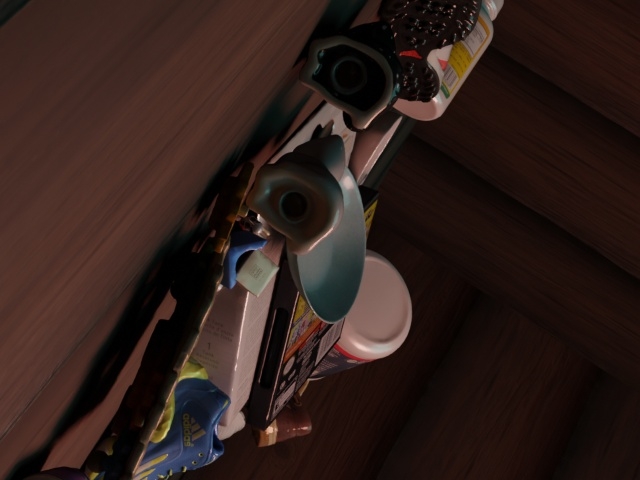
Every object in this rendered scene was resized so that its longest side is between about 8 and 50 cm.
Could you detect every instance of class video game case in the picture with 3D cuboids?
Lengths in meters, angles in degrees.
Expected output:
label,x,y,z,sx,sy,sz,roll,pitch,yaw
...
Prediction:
label,x,y,z,sx,sy,sz,roll,pitch,yaw
video game case,-0.008,0.083,1.574,0.275,0.035,0.248,-45,153,-59

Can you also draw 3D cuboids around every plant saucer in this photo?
label,x,y,z,sx,sy,sz,roll,pitch,yaw
plant saucer,0.000,0.000,1.391,0.195,0.037,0.195,3,87,-64

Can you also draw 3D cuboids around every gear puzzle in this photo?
label,x,y,z,sx,sy,sz,roll,pitch,yaw
gear puzzle,-0.137,0.077,1.093,0.175,0.044,0.339,-88,-157,-70

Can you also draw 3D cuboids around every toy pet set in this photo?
label,x,y,z,sx,sy,sz,roll,pitch,yaw
toy pet set,-0.104,0.019,1.213,0.122,0.065,0.114,-54,-145,-8

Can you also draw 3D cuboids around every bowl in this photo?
label,x,y,z,sx,sy,sz,roll,pitch,yaw
bowl,0.075,-0.158,2.012,0.142,0.053,0.142,-57,177,26

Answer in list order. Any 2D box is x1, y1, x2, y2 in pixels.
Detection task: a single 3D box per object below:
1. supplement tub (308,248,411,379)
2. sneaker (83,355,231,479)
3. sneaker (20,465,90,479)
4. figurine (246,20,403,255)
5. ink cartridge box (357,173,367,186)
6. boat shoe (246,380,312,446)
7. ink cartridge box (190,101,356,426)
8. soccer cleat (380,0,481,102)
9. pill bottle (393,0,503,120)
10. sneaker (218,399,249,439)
label,x,y,z,sx,sy,sz,roll,pitch,yaw
supplement tub,0.009,0.136,2.064,0.272,0.191,0.191,-25,-157,49
sneaker,-0.192,0.253,1.393,0.240,0.126,0.091,-58,176,8
sneaker,-0.284,0.332,1.065,0.282,0.102,0.161,-57,180,-3
figurine,0.014,-0.112,1.170,0.209,0.092,0.215,-62,177,-71
ink cartridge box,-0.048,0.029,1.920,0.333,0.065,0.165,-54,176,-23
boat shoe,-0.080,0.268,2.232,0.342,0.123,0.123,-114,-160,-67
ink cartridge box,-0.065,-0.006,1.480,0.308,0.091,0.385,-52,157,-51
soccer cleat,0.126,-0.275,1.417,0.318,0.108,0.116,102,-1,-73
pill bottle,0.174,-0.284,1.698,0.208,0.117,0.117,-56,177,-17
sneaker,-0.213,0.325,2.204,0.129,0.111,0.297,-42,167,-17
